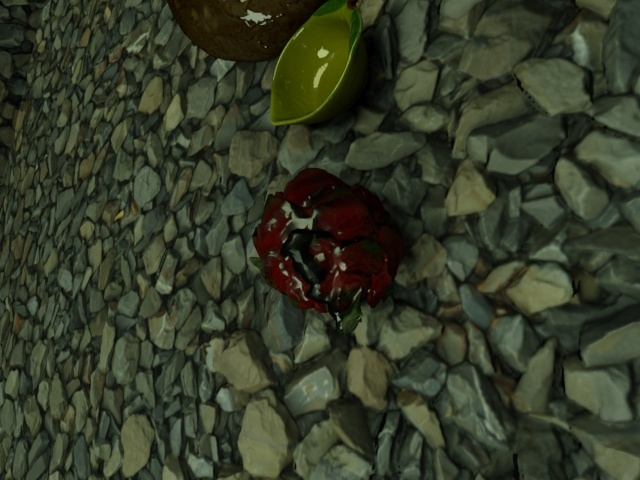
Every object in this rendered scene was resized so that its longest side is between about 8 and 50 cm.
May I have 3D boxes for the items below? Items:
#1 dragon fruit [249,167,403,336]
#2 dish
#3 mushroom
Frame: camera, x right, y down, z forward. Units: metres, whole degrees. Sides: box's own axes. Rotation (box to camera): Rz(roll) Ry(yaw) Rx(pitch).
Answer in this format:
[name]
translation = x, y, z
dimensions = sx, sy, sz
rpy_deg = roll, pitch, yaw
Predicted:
[dragon fruit]
translation = 0.005, 0.003, 0.654
dimensions = 0.189, 0.182, 0.182
rpy_deg = 18, 92, 43
[dish]
translation = 0.013, -0.235, 0.770
dimensions = 0.207, 0.080, 0.148
rpy_deg = -48, 51, 26
[mushroom]
translation = -0.094, -0.442, 0.839
dimensions = 0.345, 0.239, 0.345
rpy_deg = 12, 110, 37
